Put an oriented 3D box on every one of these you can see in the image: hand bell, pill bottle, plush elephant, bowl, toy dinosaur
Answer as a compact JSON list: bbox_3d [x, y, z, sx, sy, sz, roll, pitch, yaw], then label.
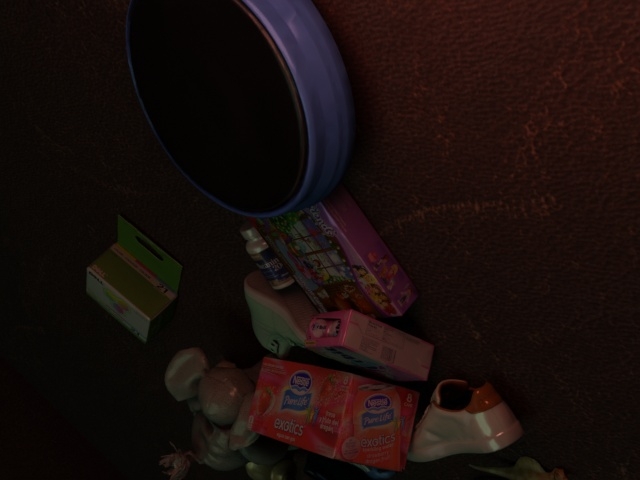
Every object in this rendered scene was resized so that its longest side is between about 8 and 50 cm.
[{"bbox_3d":[-0.061,0.533,1.974,0.242,0.126,0.126,29,150,58],"label":"hand bell"},{"bbox_3d":[-0.084,0.018,1.514,0.067,0.067,0.120,-5,124,51],"label":"pill bottle"},{"bbox_3d":[-0.176,0.332,1.829,0.272,0.330,0.255,40,131,20],"label":"plush elephant"},{"bbox_3d":[-0.124,-0.207,1.225,0.391,0.077,0.391,29,137,32],"label":"bowl"},{"bbox_3d":[0.349,0.404,1.510,0.183,0.053,0.093,-7,107,43],"label":"toy dinosaur"}]

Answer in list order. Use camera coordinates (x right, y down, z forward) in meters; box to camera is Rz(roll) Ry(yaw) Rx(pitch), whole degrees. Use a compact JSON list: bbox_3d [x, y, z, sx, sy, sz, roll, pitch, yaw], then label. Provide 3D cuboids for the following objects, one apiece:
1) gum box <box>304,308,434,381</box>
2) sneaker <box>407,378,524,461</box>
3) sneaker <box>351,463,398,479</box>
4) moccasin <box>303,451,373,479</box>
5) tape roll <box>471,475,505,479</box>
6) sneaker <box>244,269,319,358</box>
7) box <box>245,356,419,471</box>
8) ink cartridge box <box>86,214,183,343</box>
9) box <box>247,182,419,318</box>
[{"bbox_3d":[0.075,0.170,1.440,0.188,0.062,0.107,26,158,-29],"label":"gum box"},{"bbox_3d":[0.212,0.290,1.489,0.290,0.106,0.123,-31,86,54],"label":"sneaker"},{"bbox_3d":[0.097,0.439,1.821,0.144,0.053,0.059,15,136,37],"label":"sneaker"},{"bbox_3d":[0.065,0.575,1.954,0.342,0.117,0.137,54,147,-15],"label":"moccasin"},{"bbox_3d":[0.346,0.530,1.625,0.219,0.072,0.219,29,145,23],"label":"tape roll"},{"bbox_3d":[-0.031,0.165,1.600,0.256,0.094,0.151,32,142,36],"label":"sneaker"},{"bbox_3d":[0.015,0.301,1.578,0.154,0.142,0.300,20,168,-30],"label":"box"},{"bbox_3d":[-0.406,0.086,1.935,0.189,0.097,0.255,39,149,9],"label":"ink cartridge box"},{"bbox_3d":[0.000,0.000,1.406,0.201,0.057,0.293,-14,117,54],"label":"box"}]
